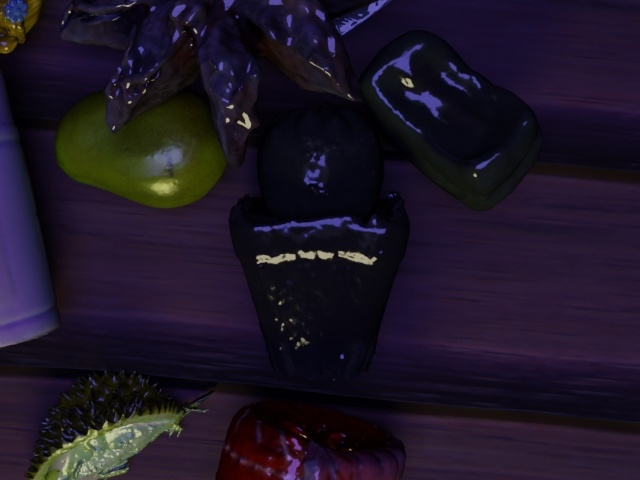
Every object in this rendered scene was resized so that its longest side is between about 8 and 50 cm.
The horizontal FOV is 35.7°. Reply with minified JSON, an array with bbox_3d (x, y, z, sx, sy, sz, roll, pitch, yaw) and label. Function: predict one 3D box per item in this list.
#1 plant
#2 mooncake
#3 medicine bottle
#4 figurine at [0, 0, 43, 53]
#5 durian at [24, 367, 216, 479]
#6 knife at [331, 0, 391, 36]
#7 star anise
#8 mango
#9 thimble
[{"bbox_3d":[0.000,0.000,0.928,0.164,0.142,0.256,-2,98,3],"label":"plant"},{"bbox_3d":[0.117,-0.112,0.904,0.175,0.168,0.104,41,95,-17],"label":"mooncake"},{"bbox_3d":[-0.344,-0.026,0.927,0.152,0.152,0.254,-11,94,2],"label":"medicine bottle"},{"bbox_3d":[-0.292,-0.222,0.922,0.115,0.095,0.156,25,51,22],"label":"figurine"},{"bbox_3d":[-0.214,0.186,0.994,0.215,0.086,0.100,-30,127,7],"label":"durian"},{"bbox_3d":[0.109,-0.293,0.962,0.298,0.017,0.047,-41,99,4],"label":"knife"},{"bbox_3d":[-0.081,-0.222,0.889,0.332,0.117,0.331,-3,73,10],"label":"star anise"},{"bbox_3d":[-0.168,-0.096,0.948,0.163,0.089,0.117,19,90,0],"label":"mango"},{"bbox_3d":[-0.012,0.228,0.927,0.163,0.189,0.125,16,92,24],"label":"thimble"}]
